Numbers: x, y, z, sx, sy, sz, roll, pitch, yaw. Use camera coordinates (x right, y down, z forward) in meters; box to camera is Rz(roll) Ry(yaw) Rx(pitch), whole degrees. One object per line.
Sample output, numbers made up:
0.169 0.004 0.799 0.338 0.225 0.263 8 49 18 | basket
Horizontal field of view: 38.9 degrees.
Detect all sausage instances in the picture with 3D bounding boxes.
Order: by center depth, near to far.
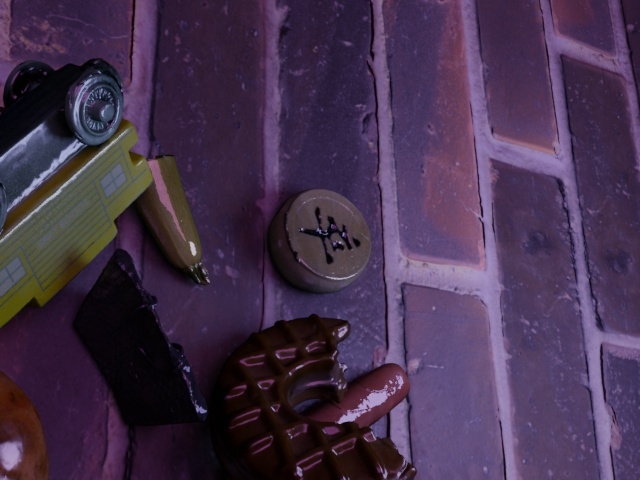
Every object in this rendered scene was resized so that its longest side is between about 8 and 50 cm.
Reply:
-0.002 0.314 1.466 0.433 0.088 0.088 -31 87 -36 | sausage

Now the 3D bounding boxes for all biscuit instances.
-0.033 0.262 1.363 0.268 0.115 0.366 -11 38 -18 | biscuit

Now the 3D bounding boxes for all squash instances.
-0.237 -0.026 1.476 0.094 0.094 0.224 -26 92 -36 | squash

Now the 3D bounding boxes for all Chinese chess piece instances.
0.000 0.000 1.600 0.188 0.083 0.189 12 62 -25 | Chinese chess piece

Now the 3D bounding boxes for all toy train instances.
-0.413 -0.063 1.266 0.179 0.272 0.442 17 49 29 | toy train

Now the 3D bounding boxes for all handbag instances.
-0.260 0.156 1.320 0.088 0.175 0.270 -25 84 -38 | handbag

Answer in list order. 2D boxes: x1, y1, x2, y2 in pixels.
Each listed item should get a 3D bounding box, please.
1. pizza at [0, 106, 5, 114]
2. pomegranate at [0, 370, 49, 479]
-0.540 -0.110 1.319 0.305 0.085 0.161 -39 109 -31 | pizza
-0.488 0.282 1.068 0.322 0.322 0.322 12 64 -26 | pomegranate
